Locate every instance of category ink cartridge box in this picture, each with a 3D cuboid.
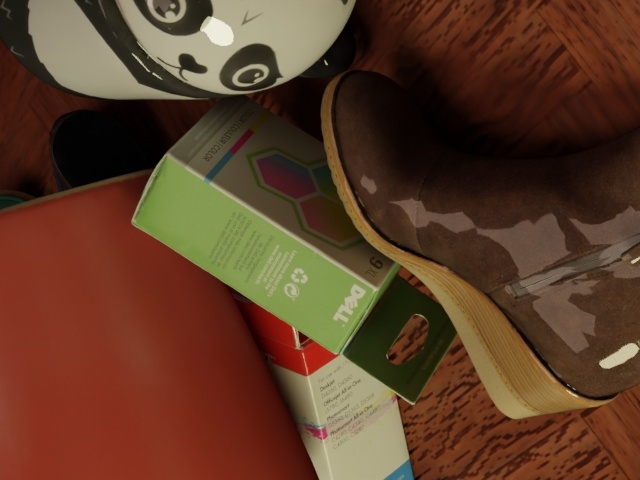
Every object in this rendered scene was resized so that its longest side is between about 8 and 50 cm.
[{"bbox_3d":[-0.018,0.096,1.403,0.134,0.078,0.231,20,132,44],"label":"ink cartridge box"},{"bbox_3d":[0.000,0.000,1.235,0.209,0.109,0.062,33,124,3],"label":"ink cartridge box"}]

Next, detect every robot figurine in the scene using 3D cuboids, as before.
[{"bbox_3d":[-0.098,-0.167,1.196,0.278,0.209,0.173,5,108,52],"label":"robot figurine"}]

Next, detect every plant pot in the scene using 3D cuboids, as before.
[{"bbox_3d":[-0.161,0.093,1.299,0.275,0.275,0.243,-12,94,56],"label":"plant pot"}]

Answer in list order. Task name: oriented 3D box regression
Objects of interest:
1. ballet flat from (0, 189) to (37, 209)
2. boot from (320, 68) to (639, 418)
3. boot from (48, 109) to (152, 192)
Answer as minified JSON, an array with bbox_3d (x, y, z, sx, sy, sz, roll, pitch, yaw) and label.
[{"bbox_3d":[-0.231,0.157,1.628,0.139,0.139,0.400,-38,60,58],"label":"ballet flat"},{"bbox_3d":[0.125,-0.028,1.130,0.207,0.090,0.248,-35,86,46],"label":"boot"},{"bbox_3d":[-0.137,-0.007,1.504,0.219,0.082,0.106,62,169,-14],"label":"boot"}]
